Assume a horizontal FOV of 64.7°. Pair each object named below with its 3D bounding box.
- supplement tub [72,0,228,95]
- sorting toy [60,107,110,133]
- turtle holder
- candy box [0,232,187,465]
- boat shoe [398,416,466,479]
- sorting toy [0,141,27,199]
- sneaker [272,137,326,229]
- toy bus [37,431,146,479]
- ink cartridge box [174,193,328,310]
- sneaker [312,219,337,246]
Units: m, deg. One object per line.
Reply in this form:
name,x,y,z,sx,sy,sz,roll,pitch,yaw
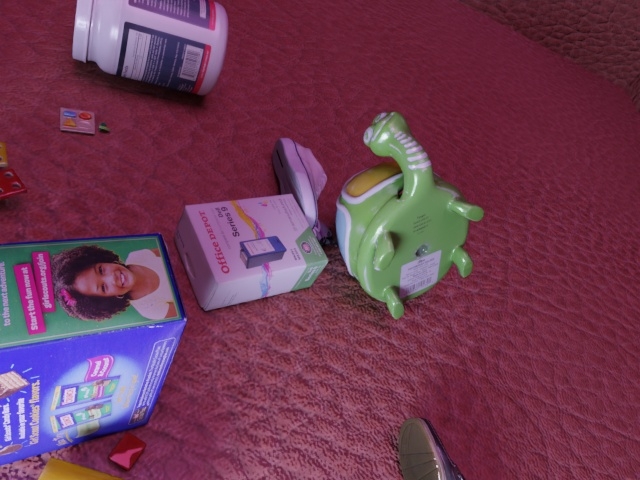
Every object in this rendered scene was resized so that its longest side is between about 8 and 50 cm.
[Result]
supplement tub,-0.338,-0.414,1.015,0.272,0.191,0.191,8,50,-26
sorting toy,-0.429,-0.219,0.924,0.083,0.012,0.062,2,53,-29
turtle holder,0.124,-0.041,0.911,0.320,0.243,0.227,45,5,-46
candy box,-0.326,0.128,0.508,0.317,0.268,0.122,-6,54,-35
boat shoe,0.183,0.373,0.746,0.073,0.080,0.224,2,58,-36
sorting toy,-0.555,-0.062,0.691,0.132,0.046,0.274,47,46,12
sneaker,-0.029,-0.118,1.008,0.091,0.094,0.258,6,45,-23
toy bus,-0.220,0.307,0.537,0.202,0.104,0.191,-18,65,-39
ink cartridge box,-0.118,0.014,0.856,0.212,0.093,0.154,-10,60,-34
sneaker,0.000,0.000,0.975,0.069,0.038,0.098,27,45,-8
